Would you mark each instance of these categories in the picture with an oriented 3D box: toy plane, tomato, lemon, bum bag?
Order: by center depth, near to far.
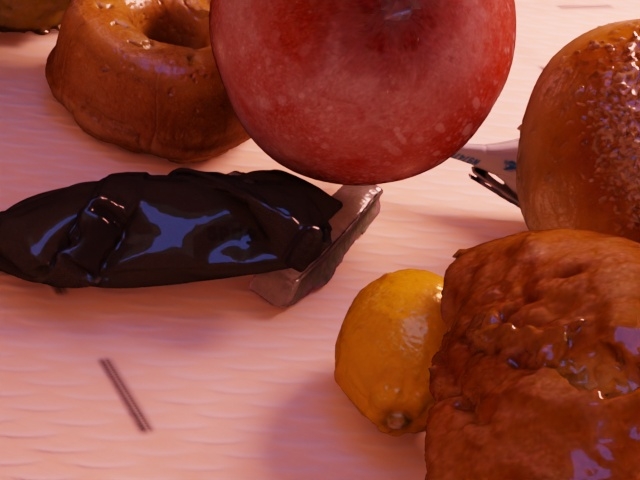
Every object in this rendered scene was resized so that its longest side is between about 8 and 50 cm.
[{"bbox_3d":[0.067,0.087,1.126,0.114,0.114,0.155,18,38,3],"label":"lemon"},{"bbox_3d":[-0.127,-0.014,1.186,0.326,0.079,0.142,-7,28,-19],"label":"bum bag"},{"bbox_3d":[0.041,-0.185,1.260,0.270,0.270,0.227,11,-10,-8],"label":"tomato"},{"bbox_3d":[0.180,-0.081,1.408,0.273,0.107,0.182,22,24,4],"label":"toy plane"}]

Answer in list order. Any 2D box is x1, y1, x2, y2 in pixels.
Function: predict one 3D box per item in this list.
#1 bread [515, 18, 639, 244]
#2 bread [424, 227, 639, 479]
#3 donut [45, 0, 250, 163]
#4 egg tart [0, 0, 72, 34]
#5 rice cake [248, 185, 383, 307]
[{"bbox_3d":[0.322,-0.062,1.300,0.305,0.159,0.305,7,75,-27],"label":"bread"},{"bbox_3d":[0.186,0.127,0.984,0.179,0.194,0.340,-19,32,22],"label":"bread"},{"bbox_3d":[-0.147,-0.166,1.400,0.227,0.114,0.226,11,36,-8],"label":"donut"},{"bbox_3d":[-0.319,-0.315,1.515,0.345,0.132,0.345,9,30,-6],"label":"egg tart"},{"bbox_3d":[0.000,0.000,1.291,0.047,0.036,0.206,14,32,19],"label":"rice cake"}]
